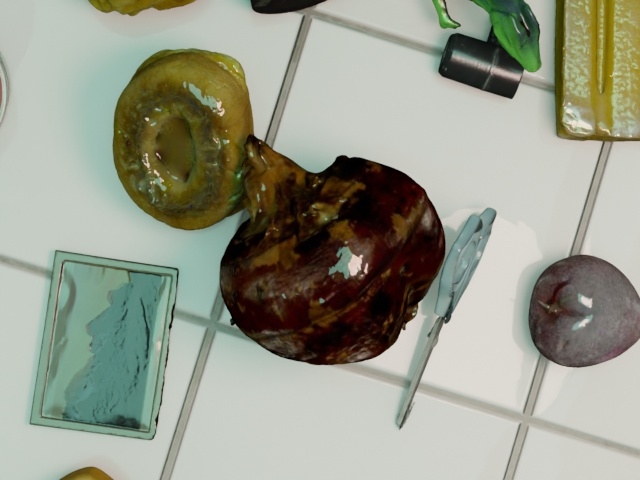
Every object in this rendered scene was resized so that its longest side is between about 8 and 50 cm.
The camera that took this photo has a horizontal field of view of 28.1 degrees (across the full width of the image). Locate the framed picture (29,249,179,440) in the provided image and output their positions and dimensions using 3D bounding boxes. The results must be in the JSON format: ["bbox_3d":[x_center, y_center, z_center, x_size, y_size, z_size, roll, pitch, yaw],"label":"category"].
[{"bbox_3d":[-0.323,0.157,1.921,0.192,0.018,0.265,7,87,-3],"label":"framed picture"}]

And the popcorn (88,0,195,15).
[{"bbox_3d":[-0.266,-0.451,1.858,0.249,0.249,0.225,-25,60,-3],"label":"popcorn"}]

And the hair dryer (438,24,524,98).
[{"bbox_3d":[0.268,-0.333,1.944,0.124,0.071,0.219,20,81,-1],"label":"hair dryer"}]

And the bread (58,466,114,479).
[{"bbox_3d":[-0.319,0.437,1.870,0.147,0.098,0.217,-40,92,-4],"label":"bread"}]

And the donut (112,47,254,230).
[{"bbox_3d":[-0.199,-0.142,1.846,0.208,0.128,0.261,-4,110,13],"label":"donut"}]

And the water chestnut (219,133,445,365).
[{"bbox_3d":[0.000,0.000,1.783,0.335,0.335,0.347,-28,106,-3],"label":"water chestnut"}]

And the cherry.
[{"bbox_3d":[0.392,0.103,1.896,0.176,0.140,0.176,-3,97,-25],"label":"cherry"}]

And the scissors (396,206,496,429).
[{"bbox_3d":[0.181,0.123,1.895,0.029,0.191,0.360,22,103,15],"label":"scissors"}]

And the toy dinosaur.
[{"bbox_3d":[0.165,-0.501,1.768,0.144,0.374,0.500,-26,132,-7],"label":"toy dinosaur"}]

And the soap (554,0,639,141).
[{"bbox_3d":[0.454,-0.307,1.936,0.199,0.091,0.315,0,89,-2],"label":"soap"}]

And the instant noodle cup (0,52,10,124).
[{"bbox_3d":[-0.583,-0.227,1.806,0.243,0.255,0.244,0,89,0],"label":"instant noodle cup"}]

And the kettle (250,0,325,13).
[{"bbox_3d":[-0.038,-0.474,1.901,0.202,0.144,0.232,-12,86,-22],"label":"kettle"}]
